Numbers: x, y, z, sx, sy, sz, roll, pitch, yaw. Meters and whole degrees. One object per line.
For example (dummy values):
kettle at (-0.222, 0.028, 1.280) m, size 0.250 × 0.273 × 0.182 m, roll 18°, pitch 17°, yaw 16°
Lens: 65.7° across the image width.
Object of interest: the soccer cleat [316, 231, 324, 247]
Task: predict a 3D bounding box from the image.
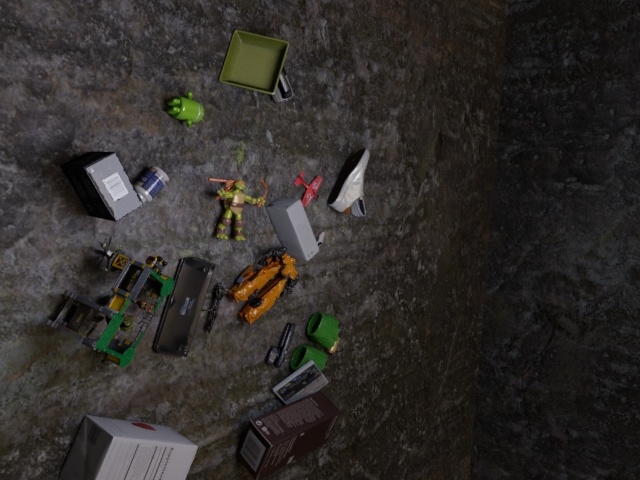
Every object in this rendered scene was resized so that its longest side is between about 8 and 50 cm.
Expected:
soccer cleat at (0.000, 0.000, 2.024) m, size 0.083 × 0.036 × 0.029 m, roll -56°, pitch 133°, yaw -25°

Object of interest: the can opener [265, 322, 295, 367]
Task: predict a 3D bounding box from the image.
can opener at (-0.142, 0.403, 1.917) m, size 0.073 × 0.059 × 0.186 m, roll 46°, pitch 64°, yaw -41°

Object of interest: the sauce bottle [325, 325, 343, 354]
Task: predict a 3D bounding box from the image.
sauce bottle at (0.065, 0.435, 2.167) m, size 0.042 × 0.042 × 0.128 m, roll 41°, pitch 66°, yaw -44°

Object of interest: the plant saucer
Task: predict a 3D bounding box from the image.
plant saucer at (-0.213, -0.573, 1.617) m, size 0.045 × 0.189 × 0.188 m, roll 75°, pitch 30°, yaw -81°

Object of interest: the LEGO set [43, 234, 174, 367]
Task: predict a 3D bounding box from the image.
LEGO set at (-0.577, 0.166, 1.350) m, size 0.255 × 0.192 × 0.331 m, roll 63°, pitch 50°, yaw -72°

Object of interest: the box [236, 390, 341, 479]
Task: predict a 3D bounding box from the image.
box at (-0.115, 0.739, 1.905) m, size 0.382 × 0.143 × 0.191 m, roll -7°, pitch 126°, yaw -48°

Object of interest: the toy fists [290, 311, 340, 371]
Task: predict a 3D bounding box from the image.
toy fists at (-0.017, 0.432, 2.038) m, size 0.142 × 0.096 × 0.279 m, roll 38°, pitch 71°, yaw -35°

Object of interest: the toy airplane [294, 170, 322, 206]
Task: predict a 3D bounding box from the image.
toy airplane at (-0.052, -0.207, 1.937) m, size 0.151 × 0.028 × 0.151 m, roll -9°, pitch 102°, yaw -48°

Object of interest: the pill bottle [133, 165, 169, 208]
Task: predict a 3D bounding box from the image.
pill bottle at (-0.498, -0.152, 1.421) m, size 0.120 × 0.067 × 0.067 m, roll -57°, pitch 133°, yaw -25°

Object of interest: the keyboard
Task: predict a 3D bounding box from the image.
keyboard at (-0.410, 0.219, 1.610) m, size 0.202 × 0.033 × 0.316 m, roll 23°, pitch 80°, yaw -41°

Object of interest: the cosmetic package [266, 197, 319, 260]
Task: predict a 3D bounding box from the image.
cosmetic package at (-0.101, -0.042, 1.846) m, size 0.085 × 0.118 × 0.230 m, roll -42°, pitch 127°, yaw -36°

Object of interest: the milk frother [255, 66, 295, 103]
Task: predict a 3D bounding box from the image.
milk frother at (-0.176, -0.534, 1.707) m, size 0.129 × 0.143 × 0.134 m, roll -102°, pitch 171°, yaw -57°

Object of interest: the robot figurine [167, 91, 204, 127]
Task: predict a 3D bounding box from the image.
robot figurine at (-0.401, -0.392, 1.488) m, size 0.115 × 0.067 × 0.101 m, roll 5°, pitch 81°, yaw -49°

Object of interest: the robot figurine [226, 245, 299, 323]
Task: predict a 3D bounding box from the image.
robot figurine at (-0.198, 0.150, 1.793) m, size 0.291 × 0.085 × 0.210 m, roll -44°, pitch 127°, yaw -34°

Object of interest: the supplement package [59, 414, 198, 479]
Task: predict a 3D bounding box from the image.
supplement package at (-0.541, 0.629, 1.422) m, size 0.293 × 0.178 × 0.175 m, roll 34°, pitch 71°, yaw -46°

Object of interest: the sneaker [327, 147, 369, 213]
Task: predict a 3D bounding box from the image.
sneaker at (0.141, -0.244, 2.080) m, size 0.123 × 0.106 × 0.289 m, roll 33°, pitch 82°, yaw -29°

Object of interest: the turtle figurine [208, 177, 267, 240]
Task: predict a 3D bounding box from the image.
turtle figurine at (-0.294, -0.114, 1.641) m, size 0.270 × 0.087 × 0.217 m, roll 4°, pitch 101°, yaw -57°

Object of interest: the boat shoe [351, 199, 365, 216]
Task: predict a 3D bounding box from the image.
boat shoe at (0.159, -0.188, 2.148) m, size 0.066 × 0.063 × 0.184 m, roll -24°, pitch 113°, yaw -43°

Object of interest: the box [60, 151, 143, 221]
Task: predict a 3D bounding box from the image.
box at (-0.564, -0.143, 1.280) m, size 0.093 × 0.158 × 0.155 m, roll -42°, pitch 126°, yaw -35°

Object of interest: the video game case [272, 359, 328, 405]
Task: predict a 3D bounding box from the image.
video game case at (-0.076, 0.578, 1.977) m, size 0.191 × 0.022 × 0.173 m, roll -35°, pitch 133°, yaw -7°
